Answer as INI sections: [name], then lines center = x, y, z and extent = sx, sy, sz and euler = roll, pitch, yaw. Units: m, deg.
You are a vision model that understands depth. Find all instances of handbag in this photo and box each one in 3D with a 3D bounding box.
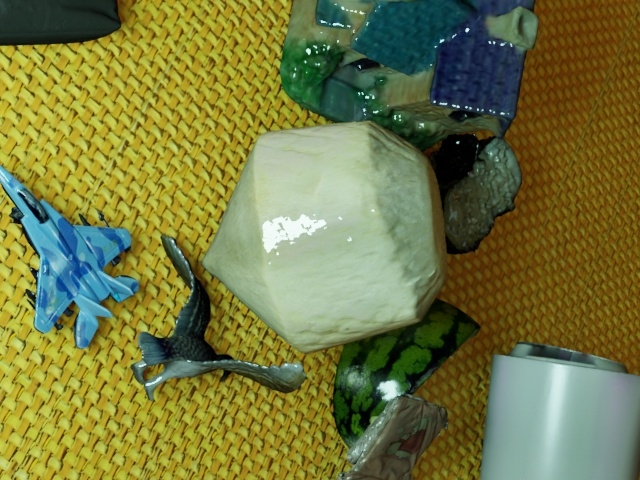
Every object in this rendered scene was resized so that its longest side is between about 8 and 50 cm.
[handbag]
center = -0.343, -0.338, 1.445
extent = 0.247, 0.080, 0.223
euler = -10, 97, -42

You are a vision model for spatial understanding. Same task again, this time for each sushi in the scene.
[sushi]
center = 0.207, -0.076, 1.913
extent = 0.212, 0.115, 0.147
euler = -51, 124, -31

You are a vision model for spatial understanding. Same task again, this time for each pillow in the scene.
[pillow]
center = 0.082, 0.323, 1.793
extent = 0.135, 0.049, 0.248
euler = 19, 110, -43

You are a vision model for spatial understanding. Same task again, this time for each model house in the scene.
[model house]
center = 0.146, -0.276, 1.747
extent = 0.312, 0.280, 0.245
euler = 22, 76, -38

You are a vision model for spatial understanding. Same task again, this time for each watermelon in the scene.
[watermelon]
center = 0.144, 0.173, 1.847
extent = 0.303, 0.128, 0.159
euler = -42, 117, -33

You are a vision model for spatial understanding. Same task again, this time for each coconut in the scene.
[coconut]
center = 0.000, 0.000, 1.633
extent = 0.328, 0.328, 0.329
euler = 0, 90, -42

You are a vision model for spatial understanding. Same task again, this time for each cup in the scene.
[cup]
center = 0.378, 0.354, 1.977
extent = 0.253, 0.253, 0.372
euler = 10, 86, -41

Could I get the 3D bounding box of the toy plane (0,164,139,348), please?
[toy plane]
center = -0.314, 0.005, 1.477
extent = 0.246, 0.078, 0.169
euler = 52, 58, -21

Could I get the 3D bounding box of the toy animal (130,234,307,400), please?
[toy animal]
center = -0.164, 0.138, 1.594
extent = 0.160, 0.197, 0.272
euler = -23, 62, -23
